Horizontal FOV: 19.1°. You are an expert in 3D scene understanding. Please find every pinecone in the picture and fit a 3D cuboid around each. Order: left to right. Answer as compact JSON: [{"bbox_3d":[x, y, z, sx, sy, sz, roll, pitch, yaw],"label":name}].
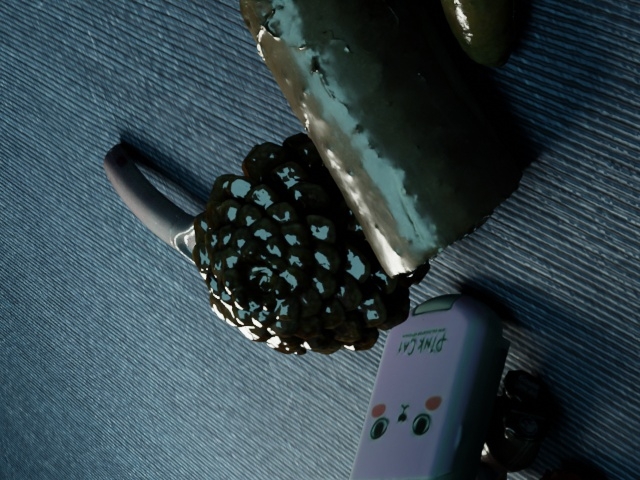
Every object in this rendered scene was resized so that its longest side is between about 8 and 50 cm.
[{"bbox_3d":[0.001,0.004,1.531,0.179,0.204,0.184,-42,72,31],"label":"pinecone"}]

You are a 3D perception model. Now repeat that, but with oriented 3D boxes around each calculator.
[{"bbox_3d":[0.081,0.159,1.521,0.045,0.246,0.141,25,162,-27],"label":"calculator"}]

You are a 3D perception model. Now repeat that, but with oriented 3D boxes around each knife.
[{"bbox_3d":[-0.157,-0.036,1.969,0.278,0.053,0.123,36,141,43],"label":"knife"}]

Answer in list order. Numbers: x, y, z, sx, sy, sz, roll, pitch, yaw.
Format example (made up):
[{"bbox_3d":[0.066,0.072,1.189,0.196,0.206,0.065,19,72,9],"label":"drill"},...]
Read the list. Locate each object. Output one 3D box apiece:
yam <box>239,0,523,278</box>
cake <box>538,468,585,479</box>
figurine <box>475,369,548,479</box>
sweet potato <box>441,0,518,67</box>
[{"bbox_3d":[0.043,-0.101,1.386,0.238,0.129,0.128,58,-161,1],"label":"yam"},{"bbox_3d":[0.214,0.321,1.496,0.283,0.151,0.177,42,163,37],"label":"cake"},{"bbox_3d":[0.121,0.180,1.566,0.196,0.108,0.114,124,147,-55],"label":"figurine"},{"bbox_3d":[0.089,-0.223,1.235,0.075,0.075,0.273,29,146,51],"label":"sweet potato"}]
